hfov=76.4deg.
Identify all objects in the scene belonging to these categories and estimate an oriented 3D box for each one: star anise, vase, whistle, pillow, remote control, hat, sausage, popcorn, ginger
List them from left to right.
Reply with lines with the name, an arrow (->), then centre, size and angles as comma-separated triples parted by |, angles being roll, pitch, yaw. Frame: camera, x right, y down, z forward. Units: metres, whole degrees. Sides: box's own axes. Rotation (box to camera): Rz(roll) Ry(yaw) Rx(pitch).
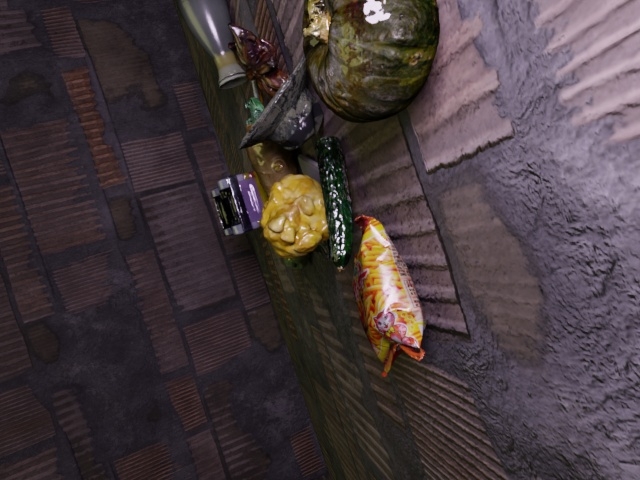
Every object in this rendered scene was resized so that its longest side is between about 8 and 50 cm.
vase -> -0.371, -0.725, 1.469 | 0.322, 0.173, 0.173 | 67, 165, -8
sausage -> -0.218, -0.524, 1.389 | 0.029, 0.029, 0.223 | -128, 25, -49
star anise -> -0.150, -0.486, 1.116 | 0.272, 0.102, 0.272 | 44, 174, 6
ginger -> -0.149, -0.189, 1.300 | 0.236, 0.165, 0.376 | 39, 139, 47
hat -> -0.068, -0.283, 0.942 | 0.128, 0.266, 0.265 | 38, 172, -16
popcorn -> -0.060, -0.066, 1.009 | 0.190, 0.191, 0.253 | 60, 175, -8
whistle -> -0.088, 0.053, 1.493 | 0.227, 0.105, 0.085 | 99, 178, -65
remote control -> -0.003, -0.175, 1.067 | 0.261, 0.029, 0.067 | 46, 158, 60
pillow -> -0.001, 0.000, 1.211 | 0.150, 0.048, 0.091 | -154, 45, -72

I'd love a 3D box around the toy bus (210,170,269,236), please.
toy bus -> -0.283, -0.149, 1.630 | 0.440, 0.249, 0.210 | -5, 103, 68

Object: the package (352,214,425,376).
package -> 0.128, 0.111, 0.804 | 0.223, 0.108, 0.288 | 100, 159, -63

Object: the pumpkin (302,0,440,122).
pumpkin -> 0.054, -0.269, 0.532 | 0.223, 0.157, 0.224 | 172, 90, -69

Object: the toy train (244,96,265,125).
toy train -> -0.207, -0.415, 1.403 | 0.149, 0.081, 0.099 | 95, 153, -42

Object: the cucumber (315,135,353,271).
cucumber -> 0.036, -0.078, 0.864 | 0.067, 0.067, 0.294 | 125, 139, -71
